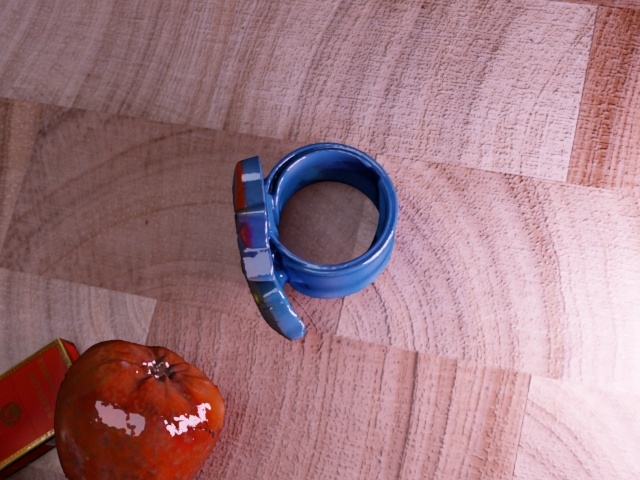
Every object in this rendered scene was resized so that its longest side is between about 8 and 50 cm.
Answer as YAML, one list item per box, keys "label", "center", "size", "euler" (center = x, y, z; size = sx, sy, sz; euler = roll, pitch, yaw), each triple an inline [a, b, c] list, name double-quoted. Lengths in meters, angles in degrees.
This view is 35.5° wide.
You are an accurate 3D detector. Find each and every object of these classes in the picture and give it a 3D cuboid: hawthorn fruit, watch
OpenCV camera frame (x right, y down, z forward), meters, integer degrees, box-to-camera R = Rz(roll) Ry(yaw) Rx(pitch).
- label: "hawthorn fruit"
  center: [-0.304, 0.325, 1.610]
  size: [0.276, 0.276, 0.308]
  euler: [20, 96, 17]
- label: "watch"
  center: [0.000, 0.000, 1.654]
  size: [0.274, 0.241, 0.305]
  euler: [-12, 72, -5]

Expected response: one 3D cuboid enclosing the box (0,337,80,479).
- label: "box"
  center: [-0.513, 0.299, 1.755]
  size: [0.239, 0.074, 0.153]
  euler: [-33, 74, 1]
